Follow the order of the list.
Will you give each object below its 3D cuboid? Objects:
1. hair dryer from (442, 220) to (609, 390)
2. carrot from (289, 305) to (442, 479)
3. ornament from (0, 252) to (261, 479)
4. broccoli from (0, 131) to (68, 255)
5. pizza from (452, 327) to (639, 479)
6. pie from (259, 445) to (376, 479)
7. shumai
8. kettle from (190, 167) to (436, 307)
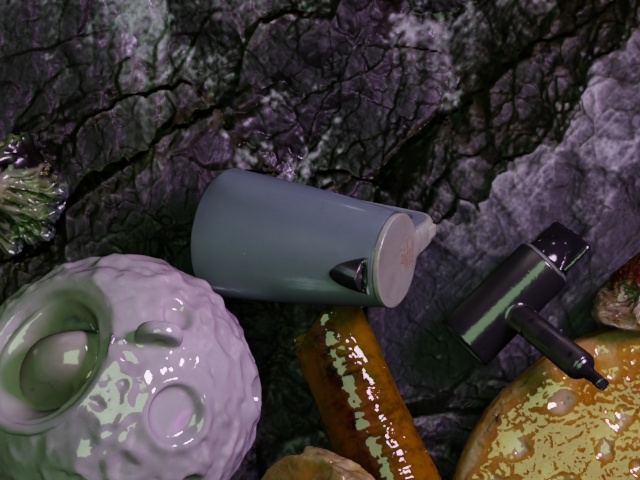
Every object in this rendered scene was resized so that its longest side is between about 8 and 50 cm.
[{"bbox_3d":[0.282,0.095,1.721,0.195,0.078,0.248,-45,38,-1],"label":"hair dryer"},{"bbox_3d":[0.055,0.219,1.770,0.114,0.114,0.302,-25,78,2],"label":"carrot"},{"bbox_3d":[-0.231,0.186,1.705,0.337,0.337,0.337,-1,82,6],"label":"ornament"},{"bbox_3d":[-0.442,-0.054,1.770,0.165,0.304,0.145,-24,81,19],"label":"broccoli"},{"bbox_3d":[0.323,0.264,1.734,0.278,0.114,0.409,39,89,11],"label":"pizza"},{"bbox_3d":[-0.039,0.393,1.673,0.083,0.339,0.339,29,85,-30],"label":"pie"},{"bbox_3d":[0.388,0.050,1.745,0.123,0.139,0.105,6,97,30],"label":"shumai"},{"bbox_3d":[0.000,0.000,1.768,0.243,0.210,0.160,9,110,25],"label":"kettle"}]
